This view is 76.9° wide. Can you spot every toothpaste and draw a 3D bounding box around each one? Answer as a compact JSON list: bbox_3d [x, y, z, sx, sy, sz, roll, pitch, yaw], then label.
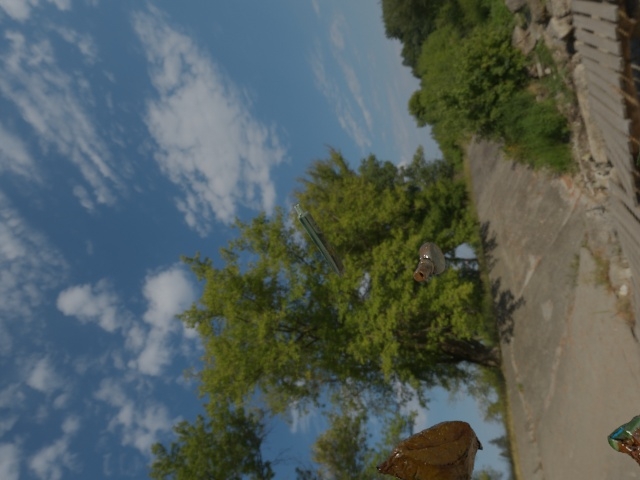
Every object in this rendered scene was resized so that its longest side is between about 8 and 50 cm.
[{"bbox_3d":[0.000,0.000,0.968,0.204,0.031,0.049,56,-153,-8],"label":"toothpaste"}]

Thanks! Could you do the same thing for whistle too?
[{"bbox_3d":[0.344,0.074,1.286,0.107,0.057,0.220,60,-145,-4],"label":"whistle"}]

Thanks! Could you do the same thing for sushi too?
[{"bbox_3d":[0.295,0.553,1.005,0.149,0.287,0.140,-126,26,-47],"label":"sushi"}]

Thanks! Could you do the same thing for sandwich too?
[{"bbox_3d":[0.786,0.452,0.913,0.079,0.235,0.159,54,-134,-18],"label":"sandwich"}]

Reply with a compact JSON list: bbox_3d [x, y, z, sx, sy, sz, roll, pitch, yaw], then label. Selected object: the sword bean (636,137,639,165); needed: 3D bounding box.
[{"bbox_3d":[0.798,-0.221,1.006,0.012,0.012,0.083,-76,-31,-47],"label":"sword bean"}]
